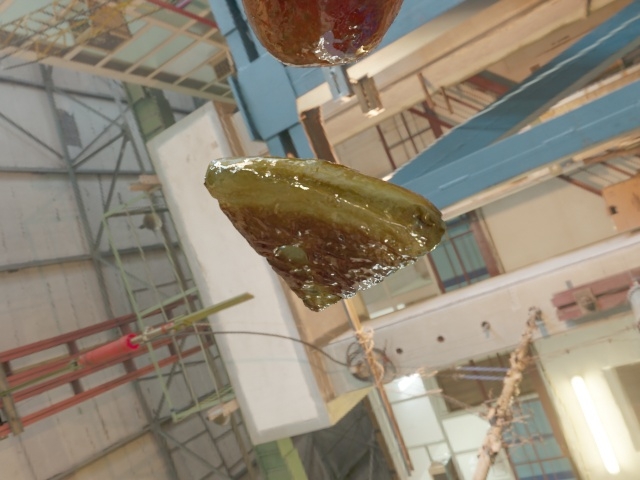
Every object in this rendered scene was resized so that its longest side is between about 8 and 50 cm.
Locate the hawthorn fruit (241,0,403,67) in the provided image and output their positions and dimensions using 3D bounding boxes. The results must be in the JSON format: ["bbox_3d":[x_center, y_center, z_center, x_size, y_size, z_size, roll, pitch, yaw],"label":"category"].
[{"bbox_3d":[-0.002,-0.393,0.743,0.300,0.254,0.254,71,-172,-66],"label":"hawthorn fruit"}]

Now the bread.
[{"bbox_3d":[-0.013,-0.016,0.362,0.136,0.154,0.054,29,-126,-12],"label":"bread"}]
